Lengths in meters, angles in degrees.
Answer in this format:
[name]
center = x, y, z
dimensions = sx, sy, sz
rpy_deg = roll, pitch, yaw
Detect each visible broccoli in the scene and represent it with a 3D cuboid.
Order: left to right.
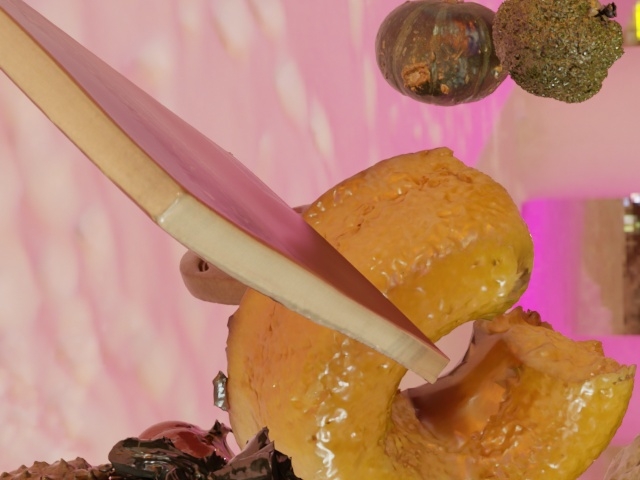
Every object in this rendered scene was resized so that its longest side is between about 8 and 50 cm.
[broccoli]
center = 0.230, -0.195, 1.105
dimensions = 0.120, 0.130, 0.131
rpy_deg = -47, 140, -34

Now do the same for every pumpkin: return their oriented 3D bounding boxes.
[pumpkin]
center = 0.167, -0.256, 1.552
dimensions = 0.190, 0.190, 0.146
rpy_deg = -29, 115, -68

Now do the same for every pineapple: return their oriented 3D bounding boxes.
[pineapple]
center = -0.128, 0.198, 0.827
dimensions = 0.119, 0.237, 0.111
rpy_deg = 71, 5, -52

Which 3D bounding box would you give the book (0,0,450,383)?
[book]
center = -0.070, -0.039, 0.692
dimensions = 0.028, 0.262, 0.374
rpy_deg = -48, 151, 4

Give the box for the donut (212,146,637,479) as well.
[donut]
center = 0.114, 0.152, 1.157
dimensions = 0.377, 0.163, 0.435
rpy_deg = -47, 124, -1

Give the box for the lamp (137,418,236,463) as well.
[lamp]
center = -0.151, 0.294, 1.413
dimensions = 0.140, 0.182, 0.182
rpy_deg = -48, 151, -4

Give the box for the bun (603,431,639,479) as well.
[bun]
center = 0.447, 0.331, 1.372
dimensions = 0.365, 0.219, 0.365
rpy_deg = -40, 145, -36

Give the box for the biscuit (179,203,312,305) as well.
[biscuit]
center = 0.000, -0.001, 1.494
dimensions = 0.314, 0.368, 0.063
rpy_deg = -39, 121, -51
